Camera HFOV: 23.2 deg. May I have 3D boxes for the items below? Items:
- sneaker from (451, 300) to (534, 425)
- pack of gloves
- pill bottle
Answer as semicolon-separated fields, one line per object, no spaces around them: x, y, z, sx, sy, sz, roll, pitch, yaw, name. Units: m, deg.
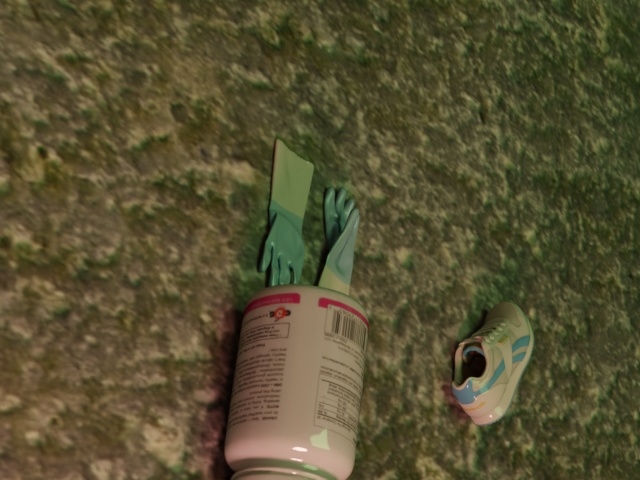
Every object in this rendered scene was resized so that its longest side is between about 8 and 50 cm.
0.264;0.171;2.398;0.092;0.087;0.229;51;40;-28;sneaker
0.000;0.000;2.125;0.195;0.046;0.232;37;50;-43;pack of gloves
-0.032;0.211;1.906;0.160;0.160;0.283;36;51;-43;pill bottle
